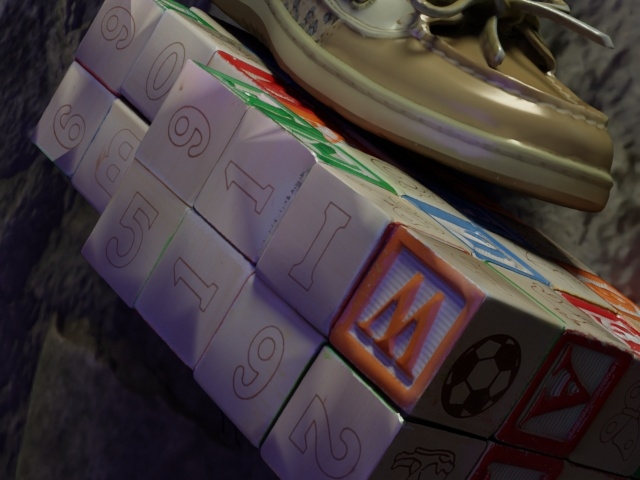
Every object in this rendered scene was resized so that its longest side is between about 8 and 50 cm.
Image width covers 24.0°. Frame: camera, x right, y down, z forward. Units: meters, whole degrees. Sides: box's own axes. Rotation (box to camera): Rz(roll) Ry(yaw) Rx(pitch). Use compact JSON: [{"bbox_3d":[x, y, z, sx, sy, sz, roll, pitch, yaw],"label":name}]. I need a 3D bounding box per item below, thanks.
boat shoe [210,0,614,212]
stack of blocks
[{"bbox_3d":[0.030,-0.104,0.645,0.285,0.105,0.089,42,108,44],"label":"boat shoe"},{"bbox_3d":[0.000,0.000,0.591,0.297,0.171,0.087,42,105,43],"label":"stack of blocks"}]
